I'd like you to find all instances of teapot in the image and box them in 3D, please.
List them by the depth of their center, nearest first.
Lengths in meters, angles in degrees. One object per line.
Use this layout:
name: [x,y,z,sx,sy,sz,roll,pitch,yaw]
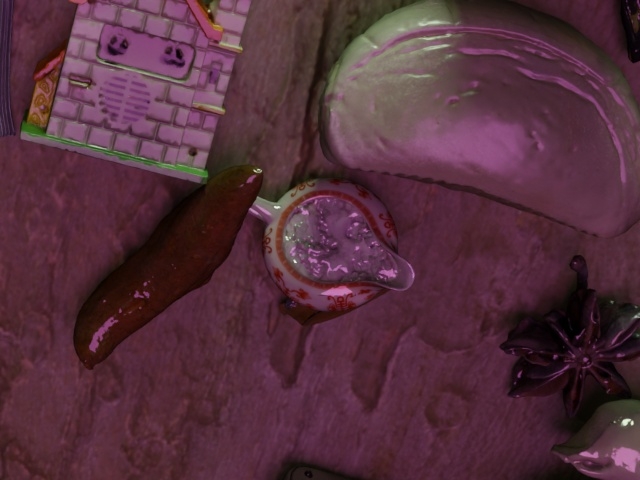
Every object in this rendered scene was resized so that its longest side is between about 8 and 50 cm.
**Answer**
teapot: [0.000,0.000,1.919,0.245,0.116,0.159,20,92,6]

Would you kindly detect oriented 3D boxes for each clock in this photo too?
clock: [-0.204,-0.218,1.827,0.219,0.106,0.255,14,105,-12]

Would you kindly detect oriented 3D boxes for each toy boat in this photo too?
toy boat: [0.020,0.064,1.988,0.149,0.049,0.047,-24,154,9]

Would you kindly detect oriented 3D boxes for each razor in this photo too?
razor: [-0.362,-0.211,1.847,0.068,0.037,0.191,-17,126,-44]

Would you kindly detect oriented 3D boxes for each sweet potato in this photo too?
sweet potato: [-0.168,0.020,1.916,0.092,0.114,0.341,46,112,-1]

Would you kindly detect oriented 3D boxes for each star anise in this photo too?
star anise: [0.323,0.119,2.011,0.209,0.089,0.231,10,117,-22]

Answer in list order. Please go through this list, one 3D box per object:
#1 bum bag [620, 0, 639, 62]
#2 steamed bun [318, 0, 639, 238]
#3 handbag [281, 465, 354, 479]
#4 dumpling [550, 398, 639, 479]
bum bag: [0.369,-0.323,1.854,0.106,0.060,0.233,-25,114,-4]
steamed bun: [0.195,-0.158,1.808,0.383,0.247,0.236,13,99,-4]
handbag: [-0.006,0.458,2.113,0.241,0.109,0.315,18,113,-11]
dumpling: [0.383,0.254,2.038,0.181,0.155,0.111,18,88,-2]
